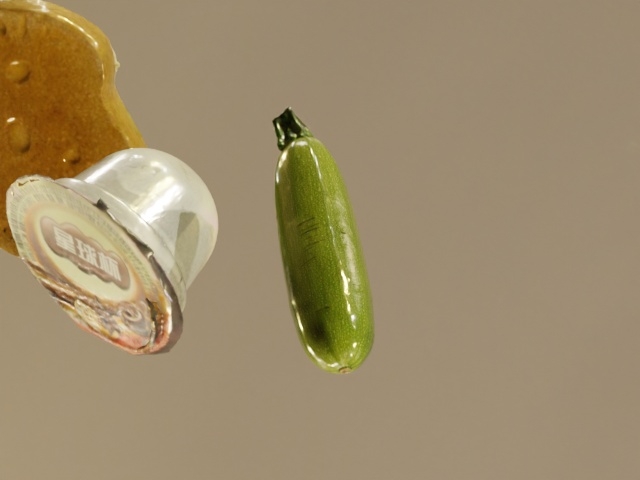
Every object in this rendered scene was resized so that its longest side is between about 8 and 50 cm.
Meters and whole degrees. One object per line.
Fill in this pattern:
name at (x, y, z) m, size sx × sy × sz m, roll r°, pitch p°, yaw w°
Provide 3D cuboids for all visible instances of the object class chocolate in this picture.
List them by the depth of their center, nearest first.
chocolate at (-0.168, -0.003, 0.937) m, size 0.221 × 0.147 × 0.221 m, roll 26°, pitch -44°, yaw 28°

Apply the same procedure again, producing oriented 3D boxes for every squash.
squash at (0.000, 0.000, 0.806) m, size 0.066 × 0.066 × 0.252 m, roll -33°, pitch -134°, yaw 26°

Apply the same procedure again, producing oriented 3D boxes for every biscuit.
biscuit at (-0.343, -0.131, 1.303) m, size 0.287 × 0.057 × 0.343 m, roll 17°, pitch -64°, yaw 8°
